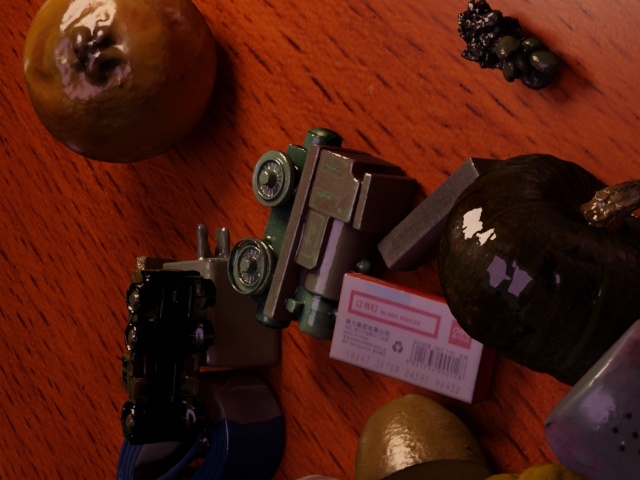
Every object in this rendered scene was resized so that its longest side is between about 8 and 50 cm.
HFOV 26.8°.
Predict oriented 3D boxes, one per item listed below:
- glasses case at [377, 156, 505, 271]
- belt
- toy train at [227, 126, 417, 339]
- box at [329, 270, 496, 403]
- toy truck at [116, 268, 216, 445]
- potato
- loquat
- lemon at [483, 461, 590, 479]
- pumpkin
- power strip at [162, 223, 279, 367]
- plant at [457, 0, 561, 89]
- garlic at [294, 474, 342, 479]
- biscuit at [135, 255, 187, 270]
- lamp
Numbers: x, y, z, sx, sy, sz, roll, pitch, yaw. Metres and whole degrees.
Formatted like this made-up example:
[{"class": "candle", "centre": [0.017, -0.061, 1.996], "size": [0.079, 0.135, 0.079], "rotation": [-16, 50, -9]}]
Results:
[{"class": "glasses case", "centre": [0.164, -0.032, 1.762], "size": [0.205, 0.071, 0.047], "rotation": [-45, 58, 38]}, {"class": "belt", "centre": [-0.198, 0.340, 2.140], "size": [0.347, 0.117, 0.212], "rotation": [-45, 55, 40]}, {"class": "toy train", "centre": [0.000, 0.000, 1.909], "size": [0.221, 0.150, 0.304], "rotation": [26, 105, 42]}, {"class": "box", "centre": [0.119, 0.124, 1.762], "size": [0.229, 0.050, 0.122], "rotation": [15, 101, 28]}, {"class": "toy truck", "centre": [-0.239, 0.169, 1.979], "size": [0.127, 0.127, 0.257], "rotation": [8, 97, 57]}, {"class": "potato", "centre": [0.122, 0.275, 1.735], "size": [0.203, 0.178, 0.158], "rotation": [104, 163, -51]}, {"class": "loquat", "centre": [-0.329, -0.283, 2.193], "size": [0.328, 0.328, 0.328], "rotation": [-5, 83, 50]}, {"class": "lemon", "centre": [0.242, 0.413, 1.485], "size": [0.285, 0.285, 0.316], "rotation": [-21, 52, 48]}, {"class": "pumpkin", "centre": [0.265, 0.021, 1.521], "size": [0.325, 0.232, 0.242], "rotation": [45, 118, 38]}, {"class": "power strip", "centre": [-0.156, 0.084, 2.087], "size": [0.140, 0.139, 0.224], "rotation": [-6, 83, 51]}, {"class": "plant", "centre": [0.235, -0.244, 1.692], "size": [0.174, 0.087, 0.085], "rotation": [45, 156, 38]}, {"class": "garlic", "centre": [0.025, 0.453, 1.885], "size": [0.129, 0.148, 0.266], "rotation": [-12, 70, 12]}, {"class": "biscuit", "centre": [-0.245, 0.092, 2.148], "size": [0.025, 0.231, 0.131], "rotation": [-2, 84, 16]}, {"class": "lamp", "centre": [0.378, 0.235, 1.325], "size": [0.301, 0.247, 0.247], "rotation": [43, 104, 10]}]
